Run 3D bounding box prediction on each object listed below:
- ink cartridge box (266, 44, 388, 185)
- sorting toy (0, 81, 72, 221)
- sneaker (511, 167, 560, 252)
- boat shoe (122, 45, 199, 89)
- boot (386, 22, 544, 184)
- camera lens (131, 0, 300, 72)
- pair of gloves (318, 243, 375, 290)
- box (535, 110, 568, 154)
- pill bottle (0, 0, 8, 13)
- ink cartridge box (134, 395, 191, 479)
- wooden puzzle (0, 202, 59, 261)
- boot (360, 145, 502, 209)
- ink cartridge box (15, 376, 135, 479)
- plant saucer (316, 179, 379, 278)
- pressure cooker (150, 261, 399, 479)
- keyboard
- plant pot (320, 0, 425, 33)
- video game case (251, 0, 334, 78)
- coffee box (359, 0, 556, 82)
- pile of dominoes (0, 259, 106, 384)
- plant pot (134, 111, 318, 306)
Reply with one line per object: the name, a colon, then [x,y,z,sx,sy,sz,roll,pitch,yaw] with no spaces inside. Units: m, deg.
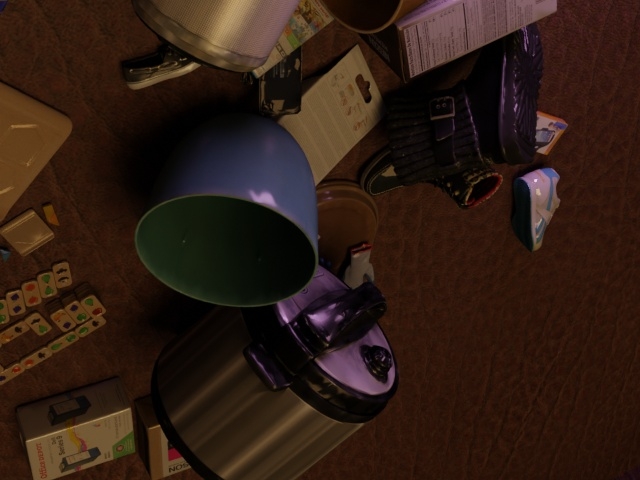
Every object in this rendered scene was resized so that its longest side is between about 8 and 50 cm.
ink cartridge box: [0.002,-0.220,1.784,0.232,0.066,0.189,-50,141,-15]
sorting toy: [-0.512,-0.143,1.513,0.208,0.038,0.193,-51,137,11]
sneaker: [0.487,-0.063,2.214,0.092,0.087,0.228,-25,140,-15]
boat shoe: [-0.242,-0.280,1.549,0.142,0.049,0.040,-25,138,-9]
boot: [0.258,-0.276,1.809,0.260,0.347,0.131,-6,154,33]
camera lens: [-0.123,-0.392,1.390,0.219,0.219,0.274,12,121,-40]
pair of gloves: [0.025,0.082,2.032,0.198,0.023,0.159,-14,134,-21]
box: [0.449,-0.229,2.074,0.136,0.028,0.081,8,124,-40]
pill bottle: [-0.505,-0.287,1.310,0.123,0.122,0.219,18,117,-43]
ink cartridge box: [-0.274,0.399,2.144,0.235,0.088,0.193,-17,135,-21]
wooden puzzle: [-0.492,-0.015,1.662,0.116,0.014,0.078,-28,134,-9]
boot: [0.212,-0.121,1.902,0.236,0.178,0.085,-28,139,-10]
ink cartridge box: [-0.488,0.381,1.981,0.213,0.093,0.154,-13,135,-21]
plant saucer: [0.000,0.000,1.985,0.278,0.041,0.277,-18,137,-18]
pressure cooker: [-0.057,0.227,1.844,0.376,0.369,0.420,33,118,-30]
keyboard: [-0.082,-0.290,1.630,0.108,0.023,0.180,-10,117,-24]
plant pot: [0.137,-0.468,1.515,0.254,0.237,0.237,-28,141,-31]
video game case: [-0.069,-0.355,1.583,0.166,0.015,0.119,-39,124,-6]
coffee box: [0.221,-0.405,1.648,0.297,0.168,0.118,-26,138,-9]
pile of dominoes: [-0.518,0.160,1.790,0.251,0.040,0.196,-31,139,-5]
plant pot: [-0.137,-0.067,1.637,0.293,0.235,0.293,5,141,4]
